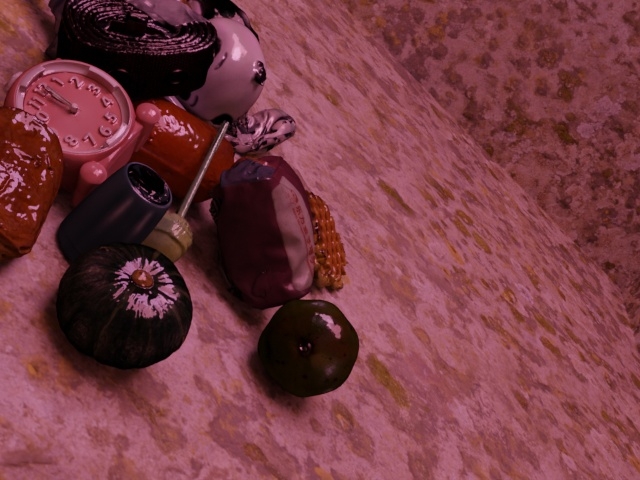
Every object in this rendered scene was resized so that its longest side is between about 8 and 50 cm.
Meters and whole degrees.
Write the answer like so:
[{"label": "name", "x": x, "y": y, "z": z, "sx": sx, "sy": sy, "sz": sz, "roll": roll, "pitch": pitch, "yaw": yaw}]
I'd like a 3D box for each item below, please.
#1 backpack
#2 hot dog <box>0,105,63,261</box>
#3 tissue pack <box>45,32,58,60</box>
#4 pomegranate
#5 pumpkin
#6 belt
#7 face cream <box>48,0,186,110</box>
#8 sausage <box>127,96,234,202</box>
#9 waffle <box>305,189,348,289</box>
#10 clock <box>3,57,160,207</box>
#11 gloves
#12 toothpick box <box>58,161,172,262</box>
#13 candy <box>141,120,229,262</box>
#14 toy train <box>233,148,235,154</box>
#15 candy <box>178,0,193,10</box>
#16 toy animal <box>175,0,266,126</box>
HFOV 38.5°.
[{"label": "backpack", "x": -0.114, "y": -0.040, "z": 1.819, "sx": 0.317, "sy": 0.197, "sz": 0.283, "roll": -88, "pitch": 168, "yaw": -70}, {"label": "hot dog", "x": -0.488, "y": -0.077, "z": 1.370, "sx": 0.196, "sy": 0.122, "sz": 0.272, "roll": 35, "pitch": 38, "yaw": -28}, {"label": "tissue pack", "x": -0.460, "y": -0.357, "z": 1.819, "sx": 0.156, "sy": 0.112, "sz": 0.051, "roll": 42, "pitch": 54, "yaw": -14}, {"label": "pomegranate", "x": -0.020, "y": 0.198, "z": 1.711, "sx": 0.187, "sy": 0.187, "sz": 0.225, "roll": 50, "pitch": -3, "yaw": 3}, {"label": "pumpkin", "x": -0.297, "y": 0.099, "z": 1.398, "sx": 0.211, "sy": 0.152, "sz": 0.212, "roll": 21, "pitch": 48, "yaw": -25}, {"label": "belt", "x": -0.347, "y": -0.359, "z": 1.728, "sx": 0.289, "sy": 0.164, "sz": 0.184, "roll": 1, "pitch": 53, "yaw": -22}, {"label": "face cream", "x": -0.393, "y": -0.372, "z": 1.930, "sx": 0.420, "sy": 0.137, "sz": 0.235, "roll": 44, "pitch": -3, "yaw": -15}, {"label": "sausage", "x": -0.285, "y": -0.177, "z": 1.803, "sx": 0.268, "sy": 0.153, "sz": 0.141, "roll": 32, "pitch": 56, "yaw": -33}, {"label": "waffle", "x": 0.000, "y": 0.000, "z": 2.076, "sx": 0.238, "sy": 0.058, "sz": 0.243, "roll": -22, "pitch": 94, "yaw": -76}, {"label": "clock", "x": -0.440, "y": -0.199, "z": 1.591, "sx": 0.241, "sy": 0.142, "sz": 0.227, "roll": 36, "pitch": 52, "yaw": -7}, {"label": "gloves", "x": -0.158, "y": -0.260, "z": 2.205, "sx": 0.212, "sy": 0.111, "sz": 0.128, "roll": -23, "pitch": 76, "yaw": -34}, {"label": "toothpick box", "x": -0.330, "y": -0.039, "z": 1.494, "sx": 0.120, "sy": 0.184, "sz": 0.120, "roll": 38, "pitch": 26, "yaw": -22}, {"label": "candy", "x": -0.237, "y": -0.097, "z": 1.698, "sx": 0.092, "sy": 0.093, "sz": 0.336, "roll": 26, "pitch": 58, "yaw": -6}, {"label": "toy train", "x": -0.214, "y": -0.167, "z": 2.014, "sx": 0.044, "sy": 0.064, "sz": 0.103, "roll": 41, "pitch": 26, "yaw": -13}, {"label": "candy", "x": -0.357, "y": -0.458, "z": 1.988, "sx": 0.101, "sy": 0.271, "sz": 0.143, "roll": -40, "pitch": 116, "yaw": -30}, {"label": "toy animal", "x": -0.236, "y": -0.412, "z": 2.106, "sx": 0.251, "sy": 0.251, "sz": 0.310, "roll": 26, "pitch": 31, "yaw": -41}]
